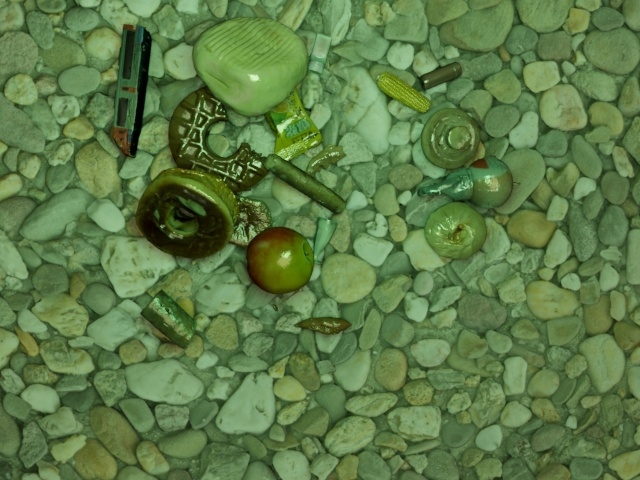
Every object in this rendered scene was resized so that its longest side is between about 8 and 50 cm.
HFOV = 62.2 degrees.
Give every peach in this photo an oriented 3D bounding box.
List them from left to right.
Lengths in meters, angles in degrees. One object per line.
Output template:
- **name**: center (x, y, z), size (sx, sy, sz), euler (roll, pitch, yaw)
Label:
- **peach**: center (-0.132, 0.067, 1.749), size (0.231, 0.231, 0.231), euler (-1, 97, -5)

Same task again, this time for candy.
- **candy**: center (-0.126, -0.417, 1.760), size (0.187, 0.081, 0.297), euler (-26, 90, -1)

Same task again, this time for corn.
- **corn**: center (0.279, -0.501, 1.795), size (0.206, 0.067, 0.067), euler (28, 94, -9)

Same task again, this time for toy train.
- **toy train**: center (-0.615, -0.475, 1.708), size (0.089, 0.086, 0.410), euler (9, 96, -5)

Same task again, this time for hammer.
- **hammer**: center (-0.116, 0.205, 1.874), size (0.123, 0.014, 0.029), euler (-36, 107, -3)

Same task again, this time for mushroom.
- **mushroom**: center (0.439, -0.340, 1.763), size (0.204, 0.204, 0.204), euler (-1, 97, -5)

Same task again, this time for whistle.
- **whistle**: center (0.503, -0.198, 1.800), size (0.347, 0.189, 0.189), euler (-3, 97, 2)

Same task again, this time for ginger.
- **ginger**: center (0.007, -0.266, 1.811), size (0.173, 0.051, 0.069), euler (-38, 110, 7)

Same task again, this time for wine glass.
- **wine glass**: center (0.000, 0.000, 1.831), size (0.073, 0.073, 0.155), euler (21, 98, -7)

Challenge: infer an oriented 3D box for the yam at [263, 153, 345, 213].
- **yam**: center (-0.048, -0.187, 1.766), size (0.317, 0.067, 0.071), euler (32, 129, -26)

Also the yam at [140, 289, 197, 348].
- **yam**: center (-0.505, 0.270, 1.801), size (0.194, 0.107, 0.107), euler (44, 91, -9)

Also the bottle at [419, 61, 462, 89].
- **bottle**: center (0.409, -0.560, 1.806), size (0.140, 0.053, 0.053), euler (-22, 98, -2)

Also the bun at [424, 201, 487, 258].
- **bun**: center (0.476, -0.030, 1.839), size (0.222, 0.127, 0.222), euler (-1, 98, -8)

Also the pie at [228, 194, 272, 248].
- **pie**: center (-0.262, -0.062, 1.811), size (0.195, 0.046, 0.195), euler (-1, 100, -4)

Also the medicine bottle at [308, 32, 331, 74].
- **medicine bottle**: center (-0.004, -0.613, 1.751), size (0.055, 0.074, 0.118), euler (16, 95, -7)

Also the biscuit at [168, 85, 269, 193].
- **biscuit**: center (-0.347, -0.309, 1.740), size (0.268, 0.115, 0.366), euler (-31, 97, 0)

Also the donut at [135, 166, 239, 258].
- **donut**: center (-0.424, -0.096, 1.696), size (0.330, 0.160, 0.330), euler (4, 134, 4)

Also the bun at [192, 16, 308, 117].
- **bun**: center (-0.217, -0.532, 1.639), size (0.361, 0.213, 0.361), euler (8, 54, -11)

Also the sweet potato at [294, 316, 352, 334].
- **sweet potato**: center (0.010, 0.300, 1.874), size (0.205, 0.060, 0.068), euler (3, 63, 5)
